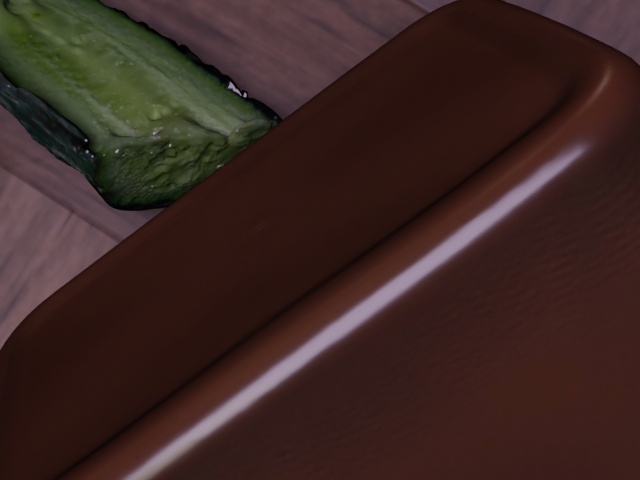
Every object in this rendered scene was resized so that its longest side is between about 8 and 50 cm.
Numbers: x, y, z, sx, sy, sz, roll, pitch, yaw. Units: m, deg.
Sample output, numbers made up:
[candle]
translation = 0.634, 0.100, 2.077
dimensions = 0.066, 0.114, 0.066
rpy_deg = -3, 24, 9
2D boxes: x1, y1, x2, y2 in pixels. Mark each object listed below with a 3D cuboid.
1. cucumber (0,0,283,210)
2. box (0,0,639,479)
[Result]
[cucumber]
translation = -0.133, -0.081, 0.657
dimensions = 0.193, 0.086, 0.115
rpy_deg = 40, 49, 7
[box]
translation = 0.033, 0.076, 0.516
dimensions = 0.339, 0.239, 0.229
rpy_deg = -37, 114, 4
